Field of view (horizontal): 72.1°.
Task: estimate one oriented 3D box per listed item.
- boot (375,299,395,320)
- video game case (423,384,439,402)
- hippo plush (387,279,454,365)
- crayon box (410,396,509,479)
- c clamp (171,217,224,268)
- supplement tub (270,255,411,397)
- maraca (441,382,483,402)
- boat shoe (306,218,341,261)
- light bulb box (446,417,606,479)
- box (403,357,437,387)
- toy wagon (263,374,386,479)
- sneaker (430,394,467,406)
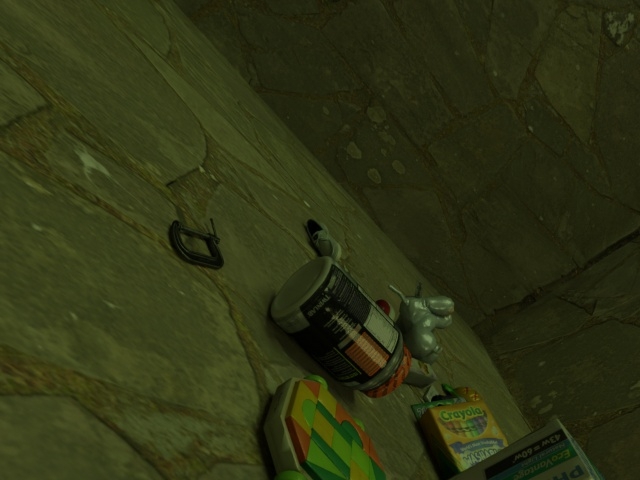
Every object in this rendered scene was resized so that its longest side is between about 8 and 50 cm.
[{"bbox_3d":[0.165,0.226,1.486,0.176,0.088,0.244,48,19,-8],"label":"boot"},{"bbox_3d":[0.415,0.585,1.507,0.157,0.019,0.143,56,16,15],"label":"video game case"},{"bbox_3d":[0.390,0.325,1.603,0.237,0.234,0.294,-92,170,-46],"label":"hippo plush"},{"bbox_3d":[0.415,0.574,1.226,0.203,0.083,0.323,0,40,-22],"label":"crayon box"},{"bbox_3d":[-0.256,-0.001,0.913,0.137,0.022,0.160,63,17,19],"label":"c clamp"},{"bbox_3d":[0.055,0.204,1.006,0.316,0.193,0.193,48,16,-17],"label":"supplement tub"},{"bbox_3d":[0.560,0.617,1.718,0.185,0.099,0.127,30,-3,37],"label":"maraca"},{"bbox_3d":[0.001,-0.001,1.558,0.081,0.079,0.227,31,18,-36],"label":"boat shoe"},{"bbox_3d":[0.461,0.635,0.882,0.361,0.358,0.225,54,13,4],"label":"light bulb box"},{"bbox_3d":[0.287,0.421,1.423,0.324,0.067,0.063,32,24,-49],"label":"box"},{"bbox_3d":[0.039,0.396,0.758,0.344,0.068,0.267,49,16,-8],"label":"toy wagon"},{"bbox_3d":[0.400,0.605,1.330,0.124,0.107,0.283,16,35,-16],"label":"sneaker"}]
